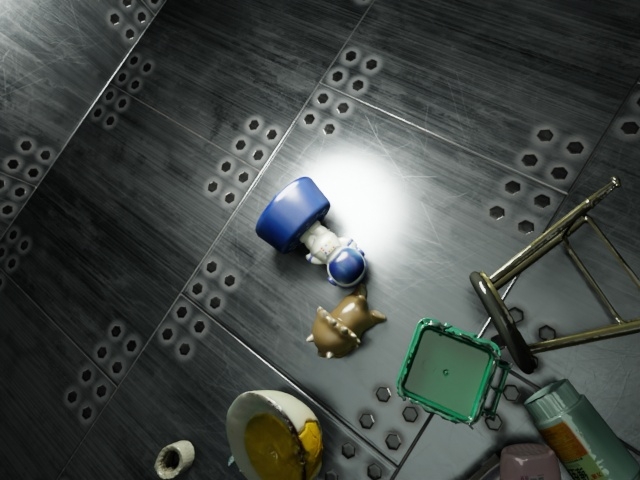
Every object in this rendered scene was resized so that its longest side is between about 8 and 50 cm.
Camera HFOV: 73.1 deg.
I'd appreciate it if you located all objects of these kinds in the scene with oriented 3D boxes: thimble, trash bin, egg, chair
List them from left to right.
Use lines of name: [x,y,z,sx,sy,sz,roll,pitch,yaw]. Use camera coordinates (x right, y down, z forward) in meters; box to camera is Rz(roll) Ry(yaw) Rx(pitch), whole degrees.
thimble: [-0.497,0.750,1.481,0.115,0.090,0.102,-34,72,4]
egg: [-0.121,0.603,1.342,0.336,0.201,0.338,4,98,32]
trash bin: [0.357,0.361,1.161,0.294,0.381,0.260,20,83,20]
chair: [0.653,0.132,1.153,0.409,0.362,0.365,-29,69,12]

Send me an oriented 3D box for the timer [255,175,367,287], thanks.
timer: [0.000,0.000,1.463,0.383,0.270,0.270,43,91,8]

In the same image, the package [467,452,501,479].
package: [0.504,0.742,1.194,0.204,0.062,0.251,-43,81,2]

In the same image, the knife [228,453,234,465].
knife: [-0.241,0.681,1.459,0.210,0.015,0.028,-44,74,3]

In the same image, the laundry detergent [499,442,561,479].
laundry detergent: [0.556,0.712,1.122,0.158,0.088,0.336,-6,88,1]

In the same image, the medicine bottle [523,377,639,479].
medicine bottle: [0.694,0.536,1.130,0.158,0.158,0.318,-34,69,6]

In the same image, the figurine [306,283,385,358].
figurine: [0.071,0.268,1.386,0.247,0.173,0.177,-36,68,6]
